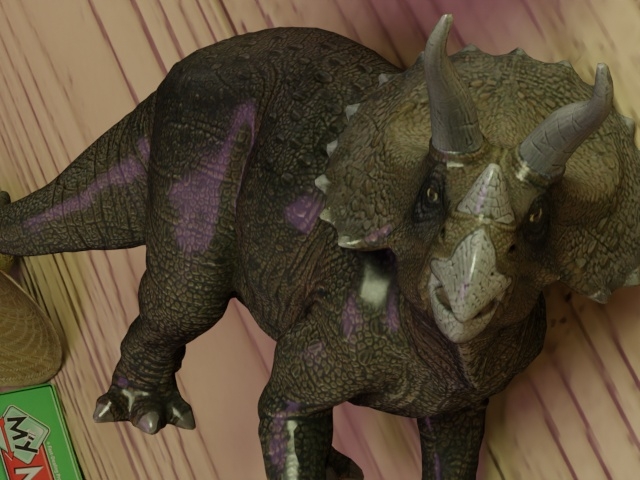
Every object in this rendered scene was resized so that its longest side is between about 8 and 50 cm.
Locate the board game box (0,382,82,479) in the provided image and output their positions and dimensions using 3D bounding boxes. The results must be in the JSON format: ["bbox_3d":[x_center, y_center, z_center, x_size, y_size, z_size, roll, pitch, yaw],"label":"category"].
[{"bbox_3d":[-0.166,0.226,0.783,0.046,0.214,0.317,-45,59,52],"label":"board game box"}]

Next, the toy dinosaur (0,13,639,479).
[{"bbox_3d":[0.000,0.000,0.588,0.313,0.121,0.160,27,108,58],"label":"toy dinosaur"}]

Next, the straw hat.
[{"bbox_3d":[-0.170,0.005,0.875,0.144,0.144,0.061,-39,23,54],"label":"straw hat"}]
